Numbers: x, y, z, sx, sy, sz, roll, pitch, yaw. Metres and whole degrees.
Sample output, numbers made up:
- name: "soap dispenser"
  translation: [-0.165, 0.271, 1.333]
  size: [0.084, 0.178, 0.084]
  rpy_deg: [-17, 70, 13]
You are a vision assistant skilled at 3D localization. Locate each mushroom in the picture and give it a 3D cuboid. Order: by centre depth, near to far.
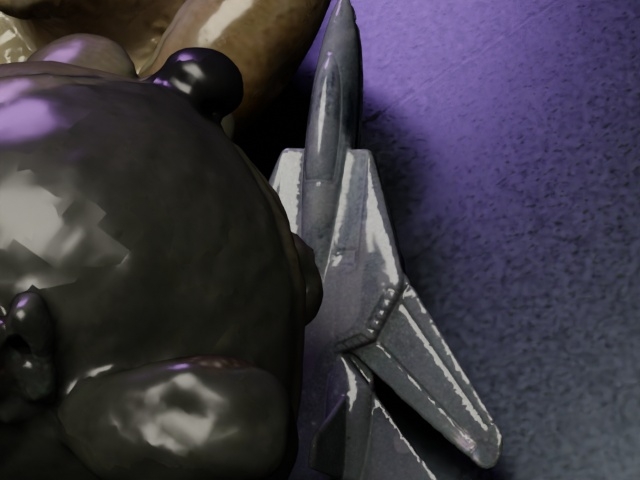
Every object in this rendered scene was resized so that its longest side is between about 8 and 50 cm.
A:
- name: "mushroom"
  translation: [-0.113, -0.089, 1.113]
  size: [0.285, 0.156, 0.151]
  rpy_deg: [-12, 68, 25]

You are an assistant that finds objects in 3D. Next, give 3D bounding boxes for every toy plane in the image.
- name: "toy plane"
  translation: [0.003, 0.004, 1.034]
  size: [0.212, 0.088, 0.267]
  rpy_deg: [1, 70, 18]

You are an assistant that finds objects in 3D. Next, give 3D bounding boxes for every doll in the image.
- name: "doll"
  translation: [-0.135, 0.083, 0.895]
  size: [0.252, 0.382, 0.379]
  rpy_deg: [13, 103, -7]
